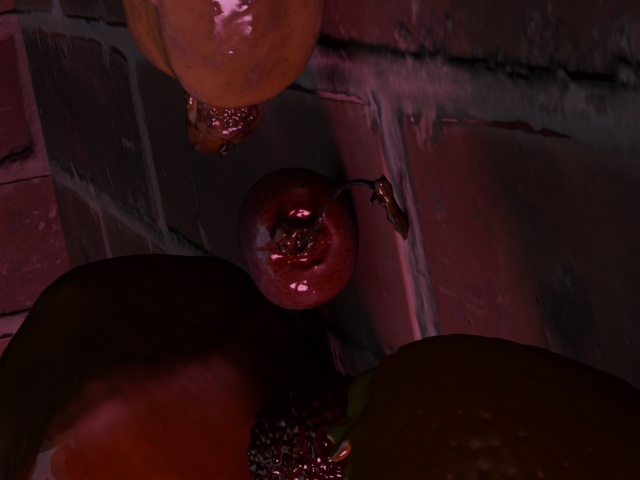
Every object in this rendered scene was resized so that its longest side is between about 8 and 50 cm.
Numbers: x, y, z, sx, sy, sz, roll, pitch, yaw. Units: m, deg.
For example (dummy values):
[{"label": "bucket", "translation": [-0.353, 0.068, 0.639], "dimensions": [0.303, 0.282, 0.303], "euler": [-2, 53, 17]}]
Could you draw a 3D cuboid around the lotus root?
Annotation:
[{"label": "lotus root", "translation": [-0.067, -0.209, 1.342], "dimensions": [0.169, 0.151, 0.343], "euler": [41, 145, 47]}]

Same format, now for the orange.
[{"label": "orange", "translation": [0.114, 0.200, 0.879], "dimensions": [0.262, 0.196, 0.334], "euler": [-82, -15, -57]}]

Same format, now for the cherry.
[{"label": "cherry", "translation": [0.000, 0.000, 1.415], "dimensions": [0.225, 0.090, 0.107], "euler": [-175, 84, -66]}]

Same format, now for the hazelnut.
[{"label": "hazelnut", "translation": [-0.127, 0.186, 1.650], "dimensions": [0.372, 0.315, 0.372], "euler": [45, 169, 11]}]

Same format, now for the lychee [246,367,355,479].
[{"label": "lychee", "translation": [0.004, 0.156, 1.458], "dimensions": [0.129, 0.123, 0.123], "euler": [-129, 29, -59]}]
